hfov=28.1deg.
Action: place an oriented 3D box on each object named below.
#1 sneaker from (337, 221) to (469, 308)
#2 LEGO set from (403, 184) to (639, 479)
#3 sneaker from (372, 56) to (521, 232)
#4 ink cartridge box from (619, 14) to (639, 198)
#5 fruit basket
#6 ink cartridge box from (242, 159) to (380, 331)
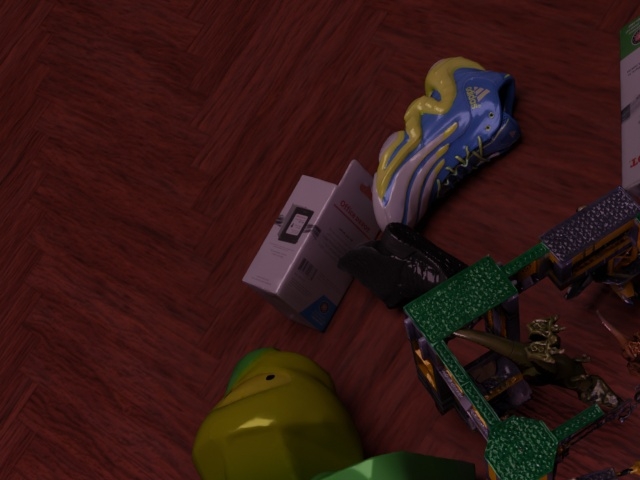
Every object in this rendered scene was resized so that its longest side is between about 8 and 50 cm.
[{"bbox_3d":[0.102,0.045,1.404,0.170,0.051,0.089,38,124,17],"label":"sneaker"},{"bbox_3d":[0.238,0.116,1.209,0.331,0.192,0.255,-38,61,-12],"label":"LEGO set"},{"bbox_3d":[0.149,-0.107,1.445,0.126,0.091,0.240,7,66,37],"label":"sneaker"},{"bbox_3d":[0.380,-0.150,1.280,0.153,0.087,0.208,-34,41,51],"label":"ink cartridge box"},{"bbox_3d":[-0.043,0.259,1.245,0.392,0.283,0.392,-6,75,25],"label":"fruit basket"},{"bbox_3d":[0.000,0.000,1.468,0.060,0.104,0.180,18,72,41],"label":"ink cartridge box"}]
